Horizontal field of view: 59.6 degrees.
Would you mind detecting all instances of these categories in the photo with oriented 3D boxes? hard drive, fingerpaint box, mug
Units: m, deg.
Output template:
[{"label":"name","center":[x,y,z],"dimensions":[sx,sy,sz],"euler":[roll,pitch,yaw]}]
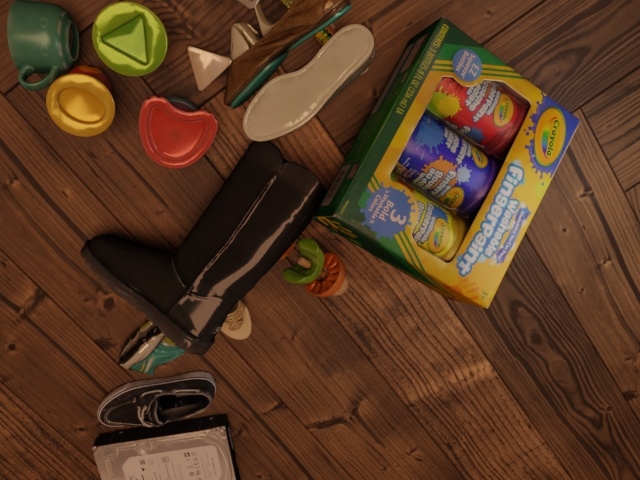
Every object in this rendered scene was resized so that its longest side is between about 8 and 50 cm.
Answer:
[{"label":"hard drive","center":[-0.394,0.591,1.462],"dimensions":[0.339,0.064,0.236],"euler":[-7,110,-2]},{"label":"fingerpaint box","center":[0.259,-0.146,1.139],"dimensions":[0.371,0.163,0.444],"euler":[31,83,-15]},{"label":"mug","center":[-0.523,-0.372,1.072],"dimensions":[0.098,0.129,0.157],"euler":[2,112,-9]}]

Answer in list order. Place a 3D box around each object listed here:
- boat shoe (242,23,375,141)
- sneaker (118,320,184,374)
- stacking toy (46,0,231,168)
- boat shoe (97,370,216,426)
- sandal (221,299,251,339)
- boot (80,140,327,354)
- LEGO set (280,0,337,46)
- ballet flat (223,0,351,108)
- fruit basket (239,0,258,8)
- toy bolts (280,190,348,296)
[{"label":"boat shoe","center":[-0.018,-0.308,1.156],"dimensions":[0.319,0.099,0.116],"euler":[-39,81,6]},{"label":"sneaker","center":[-0.355,0.221,1.330],"dimensions":[0.275,0.107,0.110],"euler":[-39,126,14]},{"label":"stacking toy","center":[-0.345,-0.312,1.117],"dimensions":[0.309,0.130,0.279],"euler":[23,111,-24]},{"label":"boat shoe","center":[-0.407,0.409,1.374],"dimensions":[0.302,0.102,0.108],"euler":[-12,110,-2]},{"label":"sandal","center":[-0.225,0.150,1.312],"dimensions":[0.088,0.079,0.239],"euler":[-14,110,0]},{"label":"boot","center":[-0.249,-0.041,1.197],"dimensions":[0.367,0.146,0.445],"euler":[38,95,9]},{"label":"LEGO set","center":[-0.050,-0.513,1.080],"dimensions":[0.132,0.107,0.286],"euler":[-13,110,-1]},{"label":"ballet flat","center":[-0.097,-0.396,1.078],"dimensions":[0.343,0.116,0.124],"euler":[-30,104,36]},{"label":"fruit basket","center":[-0.127,-0.615,0.921],"dimensions":[0.327,0.165,0.353],"euler":[45,116,22]},{"label":"toy bolts","center":[0.000,0.000,1.266],"dimensions":[0.158,0.218,0.228],"euler":[34,85,-45]}]
